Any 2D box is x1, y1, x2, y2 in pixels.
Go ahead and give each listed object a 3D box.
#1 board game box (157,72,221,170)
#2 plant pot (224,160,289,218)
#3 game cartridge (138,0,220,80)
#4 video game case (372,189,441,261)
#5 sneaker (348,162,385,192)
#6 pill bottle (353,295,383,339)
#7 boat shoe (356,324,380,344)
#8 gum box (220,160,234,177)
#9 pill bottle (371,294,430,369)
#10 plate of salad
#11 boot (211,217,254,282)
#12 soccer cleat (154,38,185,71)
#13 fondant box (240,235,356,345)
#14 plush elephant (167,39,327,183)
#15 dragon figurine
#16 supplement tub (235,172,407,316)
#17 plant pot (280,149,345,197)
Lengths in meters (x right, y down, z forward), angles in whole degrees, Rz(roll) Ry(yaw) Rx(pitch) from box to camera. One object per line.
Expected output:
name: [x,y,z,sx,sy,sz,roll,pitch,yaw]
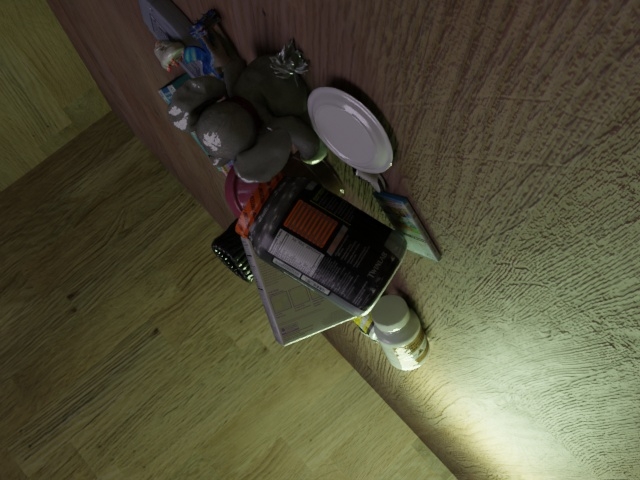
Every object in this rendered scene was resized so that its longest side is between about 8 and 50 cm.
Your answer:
board game box: [-0.369,-0.373,2.087,0.336,0.079,0.254,54,167,-20]
plant pot: [-0.133,-0.140,1.762,0.180,0.201,0.201,-2,130,55]
game cartridge: [-0.360,-0.518,1.690,0.294,0.060,0.196,48,171,3]
video game case: [0.183,-0.032,1.375,0.166,0.015,0.119,55,167,-26]
sneaker: [0.091,-0.136,1.317,0.109,0.044,0.040,51,166,-17]
pill bottle: [0.129,0.191,1.978,0.208,0.119,0.119,43,166,23]
boat shoe: [0.197,0.331,2.285,0.183,0.066,0.066,35,162,48]
gum box: [-0.250,-0.250,1.953,0.188,0.107,0.062,57,-158,-31]
pill bottle: [0.223,0.257,1.830,0.131,0.131,0.229,37,163,42]
plate of salad: [0.058,-0.208,1.204,0.200,0.048,0.199,35,157,17]
boot: [-0.133,0.036,1.966,0.348,0.260,0.131,38,155,-10]
soccer cleat: [-0.390,-0.480,1.649,0.076,0.068,0.196,56,168,-15]
fondant box: [-0.060,0.103,1.858,0.096,0.238,0.330,-176,67,-73]
plush elephant: [-0.147,-0.241,1.320,0.272,0.255,0.330,48,167,5]
dragon figurine: [-0.263,-0.428,1.524,0.144,0.085,0.289,51,160,-6]
supplement tub: [0.000,0.000,1.407,0.338,0.207,0.207,32,166,2]
plant pot: [-0.056,-0.119,1.584,0.167,0.165,0.167,46,168,13]
